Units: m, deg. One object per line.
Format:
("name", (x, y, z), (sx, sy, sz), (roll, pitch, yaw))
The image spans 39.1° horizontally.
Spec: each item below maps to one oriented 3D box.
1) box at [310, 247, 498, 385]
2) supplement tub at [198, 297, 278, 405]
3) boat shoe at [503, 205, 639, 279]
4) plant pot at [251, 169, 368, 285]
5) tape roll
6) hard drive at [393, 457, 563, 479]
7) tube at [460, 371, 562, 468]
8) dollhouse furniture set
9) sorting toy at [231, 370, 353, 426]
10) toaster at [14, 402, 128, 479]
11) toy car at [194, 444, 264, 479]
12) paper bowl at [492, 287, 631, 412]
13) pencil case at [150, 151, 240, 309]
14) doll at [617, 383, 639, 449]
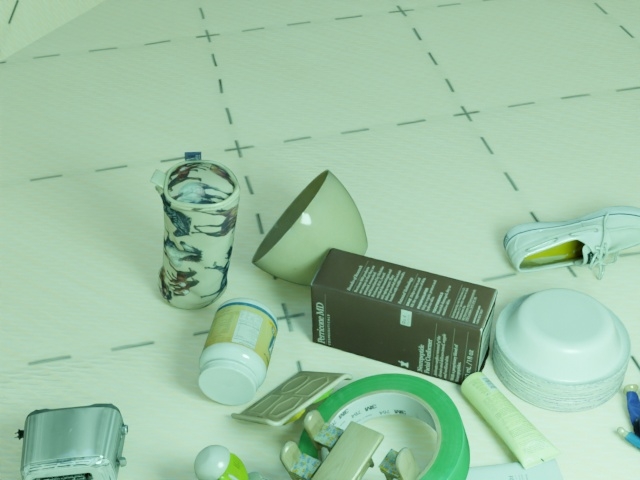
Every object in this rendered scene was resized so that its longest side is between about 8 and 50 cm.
("box", (0.176, 0.165, 1.956), (0.382, 0.191, 0.143), (14, 43, 19))
("supplement tub", (-0.176, 0.236, 1.921), (0.144, 0.144, 0.199), (5, 42, 8))
("boat shoe", (0.634, 0.019, 2.151), (0.367, 0.135, 0.156), (-6, 41, -1))
("plant pot", (0.000, 0.000, 2.130), (0.191, 0.284, 0.284), (39, 44, -10))
("tape roll", (0.119, 0.402, 1.709), (0.321, 0.077, 0.321), (-12, 41, 11))
("hard drive", (0.307, 0.512, 1.660), (0.319, 0.040, 0.210), (-5, 41, -4))
("tube", (0.373, 0.362, 1.809), (0.070, 0.062, 0.240), (-44, 45, 2))
("dollhouse furniture set", (0.012, 0.409, 1.563), (0.212, 0.161, 0.242), (16, 54, 36))
("sorting toy", (-0.057, 0.324, 1.833), (0.208, 0.038, 0.193), (-27, 8, -29))
("toaster", (-0.489, 0.410, 1.744), (0.227, 0.129, 0.146), (-4, 43, -5))
("toy car", (-0.191, 0.481, 1.660), (0.136, 0.159, 0.182), (-30, 34, 24))
("paper bowl", (0.515, 0.213, 1.922), (0.284, 0.148, 0.284), (-2, 40, 2))
("pencil case", (-0.286, -0.007, 2.029), (0.184, 0.410, 0.160), (20, 50, 5))
("doll", (0.655, 0.377, 1.800), (0.129, 0.046, 0.189), (4, 46, -8))
